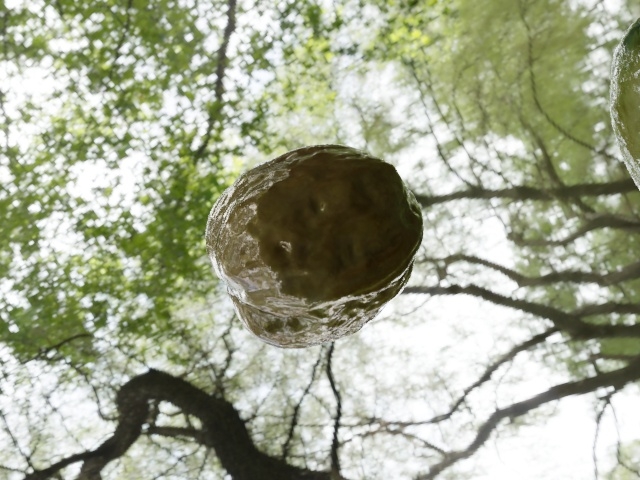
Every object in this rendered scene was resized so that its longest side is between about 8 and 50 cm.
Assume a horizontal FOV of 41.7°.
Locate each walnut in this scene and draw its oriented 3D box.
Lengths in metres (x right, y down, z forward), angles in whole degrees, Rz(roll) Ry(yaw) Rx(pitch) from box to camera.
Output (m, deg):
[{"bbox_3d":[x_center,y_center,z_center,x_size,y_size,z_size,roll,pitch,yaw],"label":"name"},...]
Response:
[{"bbox_3d":[0.002,0.001,1.308,0.343,0.306,0.306,-31,-84,-17],"label":"walnut"}]

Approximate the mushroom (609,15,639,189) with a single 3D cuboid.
[{"bbox_3d":[0.408,-0.123,0.884,0.211,0.292,0.218,27,-102,-25],"label":"mushroom"}]
